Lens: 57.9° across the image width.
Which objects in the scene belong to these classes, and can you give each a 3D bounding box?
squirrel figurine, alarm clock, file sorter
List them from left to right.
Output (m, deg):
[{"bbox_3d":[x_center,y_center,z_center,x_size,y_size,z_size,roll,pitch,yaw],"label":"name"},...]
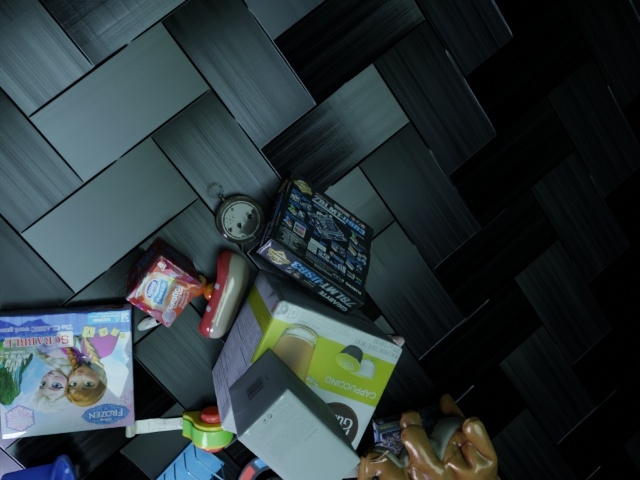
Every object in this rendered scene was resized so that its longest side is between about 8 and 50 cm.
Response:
[{"bbox_3d":[-0.359,0.663,1.585,0.170,0.104,0.118,-46,108,-5],"label":"file sorter"},{"bbox_3d":[-0.225,-0.071,1.527,0.129,0.064,0.192,-41,104,-6],"label":"alarm clock"},{"bbox_3d":[0.307,0.689,1.638,0.370,0.281,0.397,-26,99,-6],"label":"squirrel figurine"}]

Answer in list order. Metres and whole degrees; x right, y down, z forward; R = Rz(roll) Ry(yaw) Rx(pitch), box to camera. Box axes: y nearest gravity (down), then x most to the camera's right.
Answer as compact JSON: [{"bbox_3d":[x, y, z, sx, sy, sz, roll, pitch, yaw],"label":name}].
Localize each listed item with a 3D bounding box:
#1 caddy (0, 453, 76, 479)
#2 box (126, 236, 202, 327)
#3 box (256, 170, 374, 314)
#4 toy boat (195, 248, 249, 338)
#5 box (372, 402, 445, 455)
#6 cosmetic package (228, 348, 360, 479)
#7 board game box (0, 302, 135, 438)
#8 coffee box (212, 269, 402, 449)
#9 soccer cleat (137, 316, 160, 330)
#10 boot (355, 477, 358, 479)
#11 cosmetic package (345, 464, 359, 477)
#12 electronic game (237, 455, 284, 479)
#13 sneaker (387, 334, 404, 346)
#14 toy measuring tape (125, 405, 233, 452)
[{"bbox_3d":[-0.668,0.704,1.406,0.179,0.241,0.342,-3,65,-10],"label":"caddy"},{"bbox_3d":[-0.383,0.093,1.404,0.122,0.257,0.128,40,87,-20],"label":"box"},{"bbox_3d":[0.000,0.000,1.495,0.295,0.293,0.073,35,127,-19],"label":"box"},{"bbox_3d":[-0.282,0.130,1.509,0.151,0.151,0.231,21,93,1],"label":"toy boat"},{"bbox_3d":[0.282,0.608,1.787,0.232,0.044,0.159,-9,101,-14],"label":"box"},{"bbox_3d":[-0.063,0.381,1.206,0.138,0.224,0.225,-44,107,-3],"label":"cosmetic package"},{"bbox_3d":[-0.640,0.328,1.471,0.318,0.066,0.318,-2,100,-15],"label":"board game box"},{"bbox_3d":[-0.053,0.317,1.491,0.337,0.338,0.335,24,93,-17],"label":"coffee box"},{"bbox_3d":[-0.442,0.214,1.524,0.083,0.035,0.029,-25,105,-11],"label":"soccer cleat"},{"bbox_3d":[0.131,0.742,1.762,0.084,0.059,0.158,15,96,-13],"label":"boot"},{"bbox_3d":[0.060,0.678,1.730,0.115,0.060,0.041,2,97,-18],"label":"cosmetic package"},{"bbox_3d":[-0.128,0.721,1.653,0.229,0.048,0.230,0,88,5],"label":"electronic game"},{"bbox_3d":[0.180,0.293,1.703,0.134,0.051,0.070,-17,108,-8],"label":"sneaker"},{"bbox_3d":[-0.354,0.514,1.558,0.329,0.121,0.122,0,99,-16],"label":"toy measuring tape"}]
